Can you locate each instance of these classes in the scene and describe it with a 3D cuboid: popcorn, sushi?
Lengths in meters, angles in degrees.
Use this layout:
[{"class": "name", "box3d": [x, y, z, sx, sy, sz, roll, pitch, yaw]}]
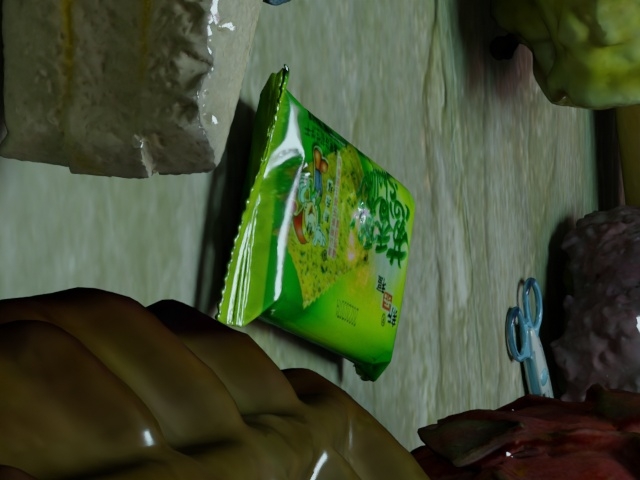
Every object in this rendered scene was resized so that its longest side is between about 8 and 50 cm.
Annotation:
[{"class": "popcorn", "box3d": [0.171, -0.158, 1.051, 0.218, 0.169, 0.189, -15, 100, -58]}, {"class": "sushi", "box3d": [0.228, 0.069, 1.295, 0.241, 0.107, 0.161, 37, 59, -56]}]

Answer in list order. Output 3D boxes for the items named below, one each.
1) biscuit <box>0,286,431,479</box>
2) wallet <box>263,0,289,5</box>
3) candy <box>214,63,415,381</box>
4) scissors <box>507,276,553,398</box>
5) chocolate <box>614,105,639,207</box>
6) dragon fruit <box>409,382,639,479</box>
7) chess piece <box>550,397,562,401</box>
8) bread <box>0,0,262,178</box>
[{"class": "biscuit", "box3d": [-0.014, 0.130, 0.474, 0.268, 0.115, 0.366, 52, 12, 13]}, {"class": "wallet", "box3d": [-0.015, -0.285, 0.706, 0.191, 0.046, 0.379, -38, 128, -63]}, {"class": "candy", "box3d": [0.001, 0.000, 0.794, 0.178, 0.032, 0.102, 33, 61, -67]}, {"class": "scissors", "box3d": [0.136, 0.083, 1.192, 0.058, 0.014, 0.119, -56, 140, -48]}, {"class": "chocolate", "box3d": [0.309, -0.002, 1.385, 0.162, 0.162, 0.445, -39, 124, -64]}, {"class": "dragon fruit", "box3d": [0.097, 0.180, 0.802, 0.299, 0.244, 0.244, -8, 101, -48]}, {"class": "chess piece", "box3d": [0.147, 0.139, 1.196, 0.093, 0.042, 0.042, 73, 27, -55]}, {"class": "bread", "box3d": [-0.059, -0.108, 0.555, 0.105, 0.077, 0.152, 68, 28, -55]}]
